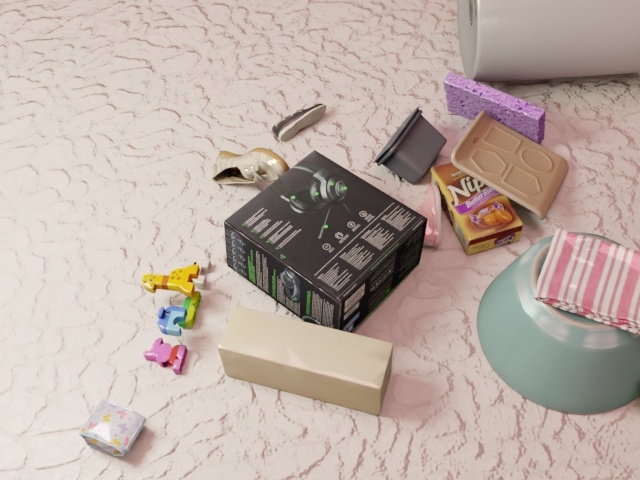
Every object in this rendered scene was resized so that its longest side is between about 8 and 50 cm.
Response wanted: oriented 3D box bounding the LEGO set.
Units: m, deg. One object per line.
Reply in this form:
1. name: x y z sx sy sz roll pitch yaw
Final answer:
1. LEGO set: -0.266 0.106 1.418 0.093 0.087 0.227 6 53 7

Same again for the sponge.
1. sponge: 0.348 -0.261 1.631 0.210 0.117 0.031 28 77 21

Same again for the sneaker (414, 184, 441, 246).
1. sneaker: 0.189 -0.050 1.528 0.070 0.051 0.134 4 58 -1

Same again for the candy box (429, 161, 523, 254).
1. candy box: 0.290 -0.070 1.538 0.109 0.053 0.187 -16 53 -8

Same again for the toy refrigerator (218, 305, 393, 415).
1. toy refrigerator: -0.021 0.192 1.333 0.269 0.102 0.094 12 55 12

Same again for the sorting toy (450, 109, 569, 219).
1. sorting toy: 0.361 -0.143 1.553 0.208 0.038 0.193 35 47 5

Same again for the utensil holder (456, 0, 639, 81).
1. utensil holder: 0.490 -0.492 1.674 0.385 0.328 0.328 -4 54 4

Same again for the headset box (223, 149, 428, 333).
1. headset box: 0.000 0.000 1.439 0.283 0.131 0.246 33 56 23

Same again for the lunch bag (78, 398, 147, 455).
1. lunch bag: -0.328 0.302 1.300 0.083 0.053 0.071 10 52 22

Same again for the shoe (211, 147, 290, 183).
1. shoe: -0.136 -0.132 1.556 0.219 0.076 0.058 8 56 51

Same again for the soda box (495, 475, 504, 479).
1. soda box: 0.213 0.413 1.044 0.091 0.286 0.098 -32 60 -19

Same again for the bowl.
1. bowl: 0.420 0.108 1.333 0.311 0.163 0.312 -2 54 3

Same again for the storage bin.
1. storage bin: 0.179 -0.178 1.606 0.091 0.098 0.135 40 61 -4

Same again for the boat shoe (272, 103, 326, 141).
1. boat shoe: -0.044 -0.253 1.694 0.125 0.046 0.038 -37 65 -12

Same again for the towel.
1. towel: 0.440 0.059 1.249 0.196 0.029 0.144 17 56 15
